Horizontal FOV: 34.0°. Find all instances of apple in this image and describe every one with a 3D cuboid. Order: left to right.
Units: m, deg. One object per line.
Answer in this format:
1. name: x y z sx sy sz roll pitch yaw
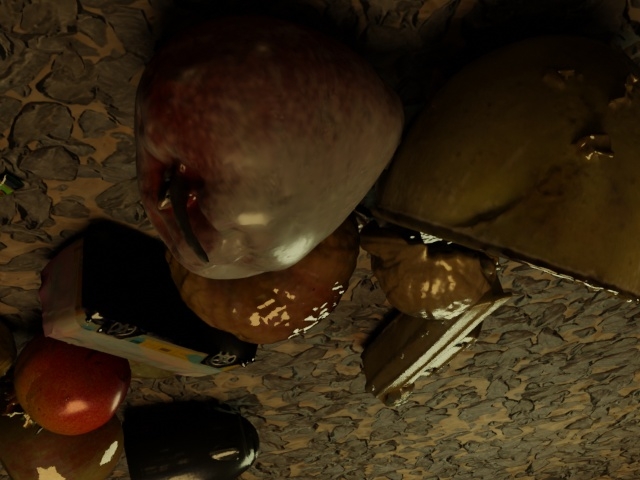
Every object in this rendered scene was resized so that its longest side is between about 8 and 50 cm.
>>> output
1. apple: -0.517 0.380 2.046 0.234 0.257 0.257 -30 154 -17

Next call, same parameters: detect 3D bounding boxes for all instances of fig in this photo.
1. fig: -0.086 0.023 1.589 0.286 0.286 0.368 -8 167 -2

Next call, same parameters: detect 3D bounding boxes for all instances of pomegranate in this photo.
1. pomegranate: -0.455 0.252 1.877 0.235 0.210 0.210 -34 146 3

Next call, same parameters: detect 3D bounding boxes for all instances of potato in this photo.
1. potato: 0.302 -0.112 1.412 0.385 0.319 0.442 21 180 24

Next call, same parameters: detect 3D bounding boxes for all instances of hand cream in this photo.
1. hand cream: -0.488 -0.064 1.522 0.122 0.023 0.036 -26 142 19

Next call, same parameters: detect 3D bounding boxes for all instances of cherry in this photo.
1. cherry: -0.073 -0.107 1.286 0.335 0.291 0.326 4 110 -46

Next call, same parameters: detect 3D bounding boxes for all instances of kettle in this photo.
1. kettle: -0.284 0.467 2.340 0.290 0.207 0.268 -14 180 -10

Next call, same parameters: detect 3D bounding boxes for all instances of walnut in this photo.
1. walnut: 0.171 0.056 1.640 0.238 0.141 0.204 13 -176 -26

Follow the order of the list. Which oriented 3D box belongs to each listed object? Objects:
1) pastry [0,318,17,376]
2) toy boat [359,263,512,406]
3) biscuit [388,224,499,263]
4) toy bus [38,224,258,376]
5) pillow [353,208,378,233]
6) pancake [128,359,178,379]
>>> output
1. pastry: -0.634 0.190 1.838 0.182 0.093 0.192 -27 149 26
2. toy boat: 0.223 0.189 2.042 0.162 0.136 0.445 2 147 -28
3. biscuit: 0.202 -0.013 1.771 0.197 0.049 0.301 -15 150 12
4. toy bus: -0.281 0.117 1.758 0.162 0.171 0.386 -19 150 36
5. pillow: 0.000 0.000 1.740 0.185 0.043 0.118 -33 148 17
6. pancake: -0.309 0.215 2.022 0.222 0.042 0.236 0 152 -24
